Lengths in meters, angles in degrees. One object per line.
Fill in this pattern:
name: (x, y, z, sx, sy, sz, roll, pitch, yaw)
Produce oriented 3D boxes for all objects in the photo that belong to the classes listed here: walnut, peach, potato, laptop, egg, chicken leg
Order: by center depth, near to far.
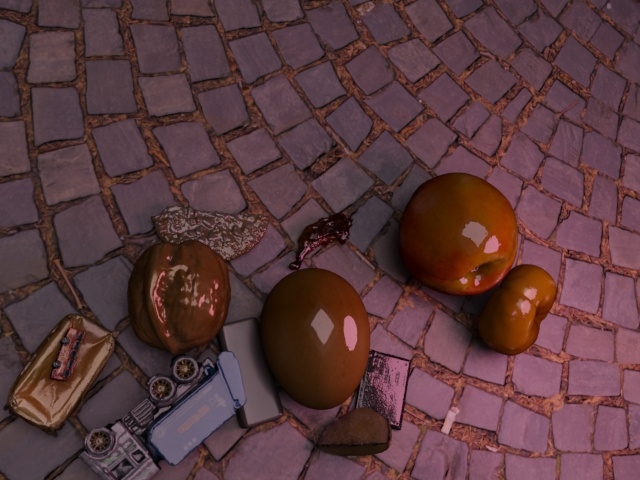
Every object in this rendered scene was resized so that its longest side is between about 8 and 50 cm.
walnut: (-0.313, 0.125, 1.542, 0.225, 0.257, 0.257, -6, 71, 14)
egg: (-0.011, 0.222, 1.592, 0.250, 0.250, 0.322, -2, 78, -19)
potato: (0.086, 0.459, 1.650, 0.172, 0.089, 0.100, -9, 50, 11)
laptop: (0.154, 0.367, 1.726, 0.129, 0.016, 0.180, 16, 69, -12)
peach: (0.344, -0.022, 1.778, 0.308, 0.307, 0.332, -4, 51, -19)
chicken leg: (-0.002, -0.006, 1.783, 0.219, 0.048, 0.089, -29, 80, -24)
peach: (0.505, 0.174, 1.785, 0.153, 0.251, 0.251, 27, 64, 17)

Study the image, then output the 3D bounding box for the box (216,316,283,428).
box: (-0.166, 0.305, 1.620, 0.103, 0.055, 0.243, -12, 76, -21)

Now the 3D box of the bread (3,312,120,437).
bread: (-0.545, 0.278, 1.476, 0.136, 0.107, 0.241, 33, 66, -8)

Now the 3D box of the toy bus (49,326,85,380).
toy bus: (-0.517, 0.233, 1.426, 0.043, 0.031, 0.110, 23, 66, -22)

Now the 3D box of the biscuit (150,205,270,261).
biscuit: (-0.269, -0.009, 1.702, 0.290, 0.038, 0.141, 6, 71, -15)

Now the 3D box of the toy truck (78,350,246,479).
toy truck: (-0.319, 0.374, 1.477, 0.367, 0.146, 0.175, -39, 82, -17)
